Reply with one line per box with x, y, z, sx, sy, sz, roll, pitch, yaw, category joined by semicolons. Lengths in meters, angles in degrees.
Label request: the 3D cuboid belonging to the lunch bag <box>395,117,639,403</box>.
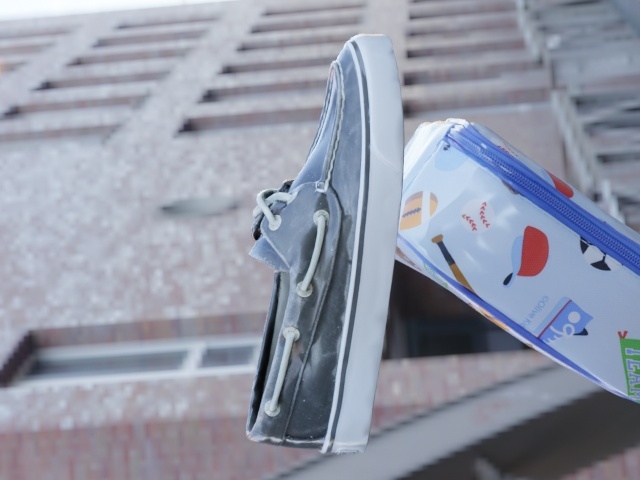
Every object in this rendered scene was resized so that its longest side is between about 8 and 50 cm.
0.159;0.013;1.270;0.115;0.243;0.303;-57;3;4;lunch bag

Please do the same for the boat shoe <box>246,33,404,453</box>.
0.000;0.000;0.910;0.078;0.070;0.219;180;96;-82;boat shoe
